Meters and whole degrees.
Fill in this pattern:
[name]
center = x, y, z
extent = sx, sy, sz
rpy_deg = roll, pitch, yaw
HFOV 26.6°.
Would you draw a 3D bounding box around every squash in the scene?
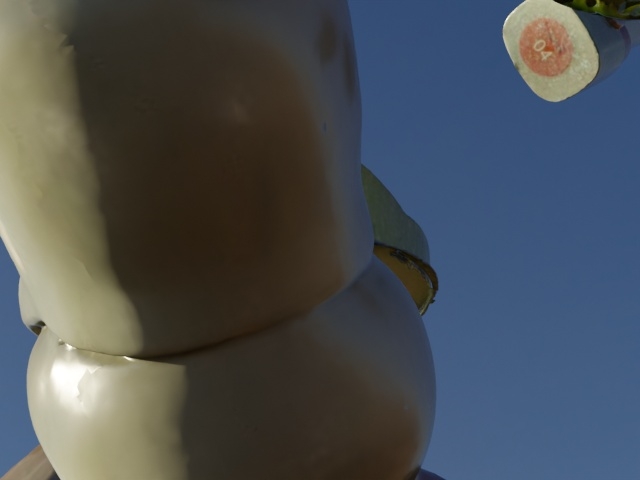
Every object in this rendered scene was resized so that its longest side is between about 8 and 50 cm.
[squash]
center = 0.009, 0.011, 1.334
extent = 0.220, 0.133, 0.220
rpy_deg = 6, -36, 4

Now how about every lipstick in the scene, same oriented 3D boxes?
[lipstick]
center = 0.188, -0.142, 0.865
extent = 0.057, 0.063, 0.186
rpy_deg = -34, -3, 40

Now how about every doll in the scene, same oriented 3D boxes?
[doll]
center = -0.064, -0.006, 0.670
extent = 0.215, 0.226, 0.370
rpy_deg = -22, -66, -32

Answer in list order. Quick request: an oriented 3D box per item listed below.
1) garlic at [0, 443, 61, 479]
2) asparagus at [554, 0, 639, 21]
[garlic]
center = -0.246, 0.250, 1.203
extent = 0.112, 0.318, 0.143
rpy_deg = 49, -45, -12
[asparagus]
center = 0.256, -0.157, 0.732
extent = 0.287, 0.080, 0.080
rpy_deg = -14, -32, -18
